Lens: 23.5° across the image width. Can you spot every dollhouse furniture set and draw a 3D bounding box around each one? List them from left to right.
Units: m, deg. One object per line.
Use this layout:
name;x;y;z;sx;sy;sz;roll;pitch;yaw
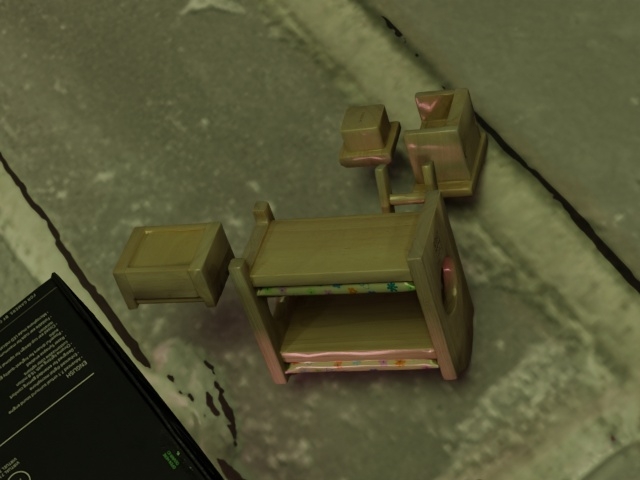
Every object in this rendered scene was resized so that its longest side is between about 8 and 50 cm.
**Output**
dollhouse furniture set;0.000;0.000;0.912;0.182;0.101;0.161;-3;40;21

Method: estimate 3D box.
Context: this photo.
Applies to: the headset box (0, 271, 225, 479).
headset box;-0.130;0.204;0.733;0.246;0.131;0.283;-40;56;-7
